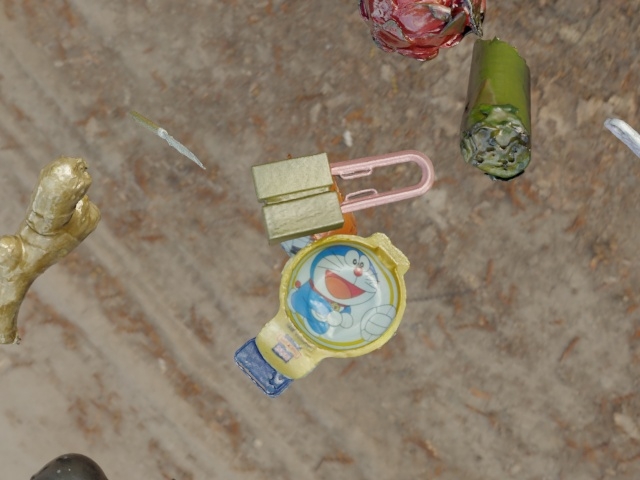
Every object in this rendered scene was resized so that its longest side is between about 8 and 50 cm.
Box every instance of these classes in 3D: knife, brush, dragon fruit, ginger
[{"bbox_3d":[-0.313,-0.207,2.203,0.298,0.017,0.047,33,154,45],"label":"knife"},{"bbox_3d":[0.034,-0.069,1.376,0.233,0.047,0.103,-12,83,-4],"label":"brush"},{"bbox_3d":[0.161,-0.387,1.634,0.193,0.192,0.274,10,153,-16],"label":"dragon fruit"},{"bbox_3d":[-0.392,0.012,1.484,0.081,0.148,0.333,41,110,10],"label":"ginger"}]

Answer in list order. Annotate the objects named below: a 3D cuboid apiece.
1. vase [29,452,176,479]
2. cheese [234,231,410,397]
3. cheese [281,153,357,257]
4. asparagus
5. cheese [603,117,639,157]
[{"bbox_3d":[-0.259,0.317,1.297,0.183,0.120,0.120,-1,126,-5],"label":"vase"},{"bbox_3d":[0.005,0.101,1.449,0.270,0.069,0.177,-43,99,7],"label":"cheese"},{"bbox_3d":[0.000,0.000,1.782,0.129,0.329,0.217,-22,154,8],"label":"cheese"},{"bbox_3d":[0.282,-0.239,1.701,0.108,0.382,0.128,1,130,11],"label":"asparagus"},{"bbox_3d":[0.448,-0.080,1.352,0.227,0.064,0.137,40,176,-11],"label":"cheese"}]
